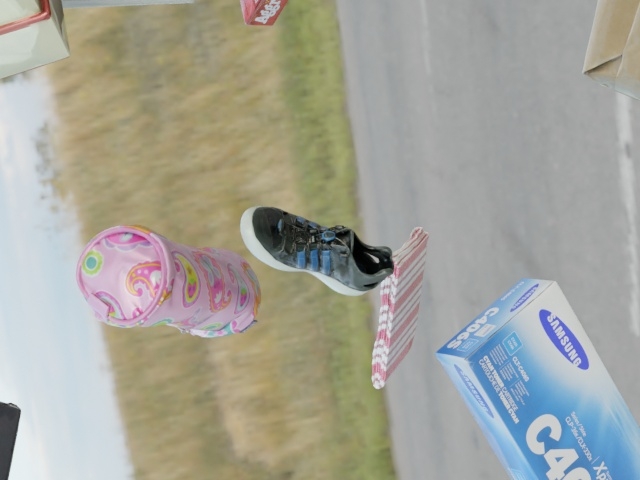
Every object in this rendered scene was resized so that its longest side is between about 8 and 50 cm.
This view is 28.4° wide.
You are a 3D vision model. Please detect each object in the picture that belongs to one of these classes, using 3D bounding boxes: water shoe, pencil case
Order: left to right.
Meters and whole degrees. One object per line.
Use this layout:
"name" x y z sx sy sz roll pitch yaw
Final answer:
"pencil case" -0.170 0.055 1.490 0.284 0.124 0.124 22 -125 -70
"water shoe" 0.000 0.000 1.459 0.080 0.203 0.073 -30 51 38

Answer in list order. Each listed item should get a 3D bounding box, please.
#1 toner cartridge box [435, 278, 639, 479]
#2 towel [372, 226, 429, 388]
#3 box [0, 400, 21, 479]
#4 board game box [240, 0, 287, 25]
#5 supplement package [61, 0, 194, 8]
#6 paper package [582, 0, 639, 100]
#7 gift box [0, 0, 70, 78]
"toner cartridge box" 0.303 0.235 1.605 0.348 0.165 0.075 57 158 -16
"towel" 0.108 0.091 1.755 0.144 0.029 0.197 -40 -40 -61
"box" -0.468 0.274 1.110 0.179 0.312 0.343 -25 48 39
"board game box" -0.050 -0.321 0.957 0.145 0.027 0.281 -45 52 56
"supplement package" -0.231 -0.335 1.226 0.194 0.149 0.203 21 116 53
"paper package" 0.439 -0.306 1.255 0.168 0.325 0.309 35 135 30
"gift box" -0.346 -0.236 0.903 0.258 0.276 0.255 68 -171 -54
